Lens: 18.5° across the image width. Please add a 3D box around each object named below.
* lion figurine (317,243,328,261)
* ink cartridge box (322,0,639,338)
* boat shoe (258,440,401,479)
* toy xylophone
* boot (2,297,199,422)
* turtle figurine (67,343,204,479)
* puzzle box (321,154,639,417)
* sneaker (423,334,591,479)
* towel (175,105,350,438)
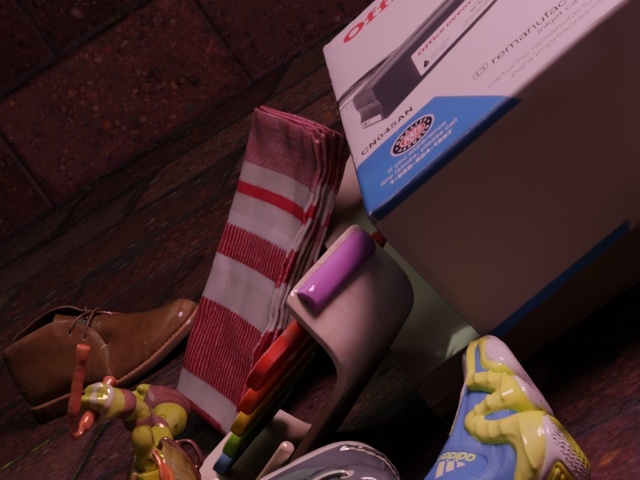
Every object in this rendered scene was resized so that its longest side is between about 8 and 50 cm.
[{"bbox_3d":[0.000,0.000,2.143,0.240,0.142,0.392,-10,17,30],"label":"lion figurine"},{"bbox_3d":[0.170,-0.138,1.689,0.285,0.166,0.395,-41,22,13],"label":"ink cartridge box"},{"bbox_3d":[-0.074,0.263,1.516,0.319,0.116,0.099,-32,9,-7],"label":"boat shoe"},{"bbox_3d":[-0.027,0.138,1.696,0.236,0.081,0.322,-45,-11,-47],"label":"toy xylophone"},{"bbox_3d":[-0.280,0.128,2.480,0.305,0.115,0.112,-26,15,31],"label":"boot"},{"bbox_3d":[-0.141,0.189,1.658,0.087,0.269,0.217,-17,12,3],"label":"turtle figurine"},{"bbox_3d":[0.144,-0.023,1.849,0.272,0.052,0.409,-34,31,2],"label":"puzzle box"},{"bbox_3d":[0.115,0.152,1.482,0.126,0.091,0.240,-36,14,2],"label":"sneaker"},{"bbox_3d":[-0.069,0.031,2.005,0.237,0.037,0.329,25,99,68],"label":"towel"}]
